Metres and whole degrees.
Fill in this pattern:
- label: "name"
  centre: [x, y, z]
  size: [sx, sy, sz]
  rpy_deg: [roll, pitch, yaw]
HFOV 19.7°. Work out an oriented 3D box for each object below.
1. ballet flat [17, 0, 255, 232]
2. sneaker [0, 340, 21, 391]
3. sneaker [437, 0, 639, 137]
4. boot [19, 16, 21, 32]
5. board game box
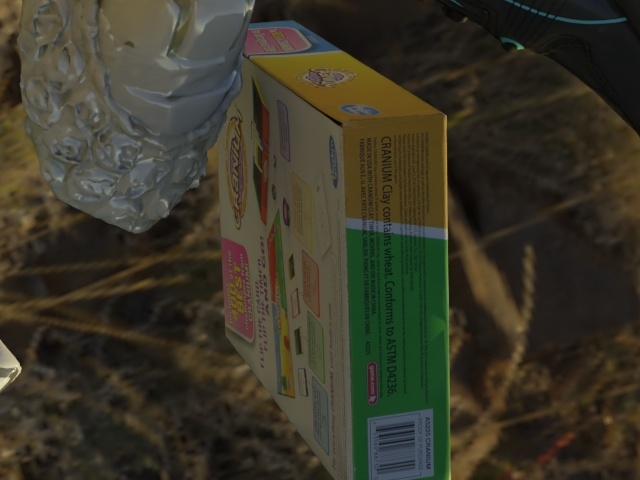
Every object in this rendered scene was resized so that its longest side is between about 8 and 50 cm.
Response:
- label: "ballet flat"
  centre: [-0.094, -0.192, 1.082]
  size: [0.147, 0.147, 0.409]
  rpy_deg: [-15, 113, -52]
- label: "sneaker"
  centre: [-0.350, 0.133, 1.540]
  size: [0.153, 0.235, 0.094]
  rpy_deg: [-41, 110, -22]
- label: "sneaker"
  centre: [0.049, -0.123, 0.603]
  size: [0.267, 0.106, 0.101]
  rpy_deg: [48, 37, -26]
- label: "boot"
  centre: [-0.153, -0.152, 1.363]
  size: [0.197, 0.152, 0.073]
  rpy_deg: [82, 31, -55]
- label: "board game box"
  centre: [0.000, 0.000, 1.215]
  size: [0.064, 0.316, 0.242]
  rpy_deg: [-7, 109, -16]
